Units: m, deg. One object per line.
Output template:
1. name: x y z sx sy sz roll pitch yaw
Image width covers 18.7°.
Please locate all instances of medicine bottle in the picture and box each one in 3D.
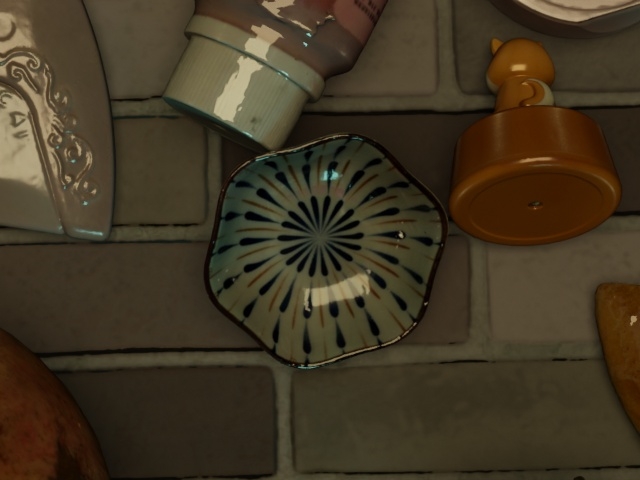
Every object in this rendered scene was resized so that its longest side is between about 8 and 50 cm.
1. medicine bottle: -0.021 -0.194 1.477 0.147 0.147 0.247 28 86 1

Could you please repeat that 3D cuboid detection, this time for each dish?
1. dish: 0.000 0.000 1.488 0.191 0.066 0.190 -2 107 -7

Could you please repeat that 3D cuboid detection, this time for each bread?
1. bread: 0.270 0.077 1.509 0.136 0.054 0.154 39 83 5

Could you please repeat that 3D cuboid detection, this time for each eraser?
1. eraser: -0.251 -0.132 1.506 0.204 0.059 0.243 7 90 -1

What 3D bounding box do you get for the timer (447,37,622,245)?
1. timer: 0.159 -0.091 1.499 0.132 0.132 0.152 -2 61 -1

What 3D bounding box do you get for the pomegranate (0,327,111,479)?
1. pomegranate: -0.307 0.204 1.378 0.322 0.322 0.322 0 86 -1

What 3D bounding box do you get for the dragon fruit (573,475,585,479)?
1. dragon fruit: 0.191 0.311 1.401 0.303 0.231 0.237 36 52 -5

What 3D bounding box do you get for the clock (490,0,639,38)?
1. clock: 0.206 -0.260 1.523 0.197 0.068 0.196 0 86 -1
